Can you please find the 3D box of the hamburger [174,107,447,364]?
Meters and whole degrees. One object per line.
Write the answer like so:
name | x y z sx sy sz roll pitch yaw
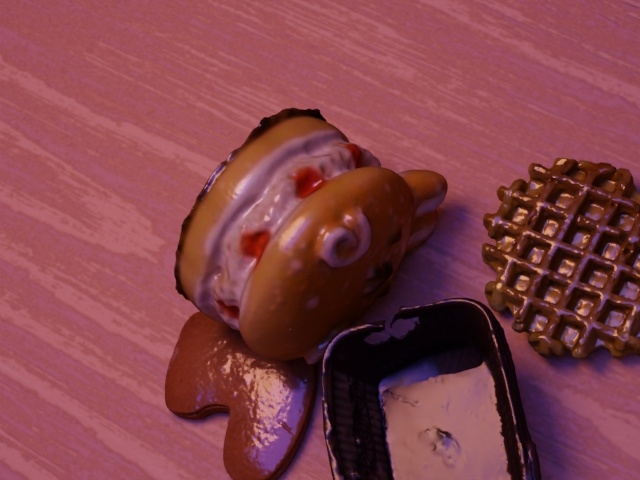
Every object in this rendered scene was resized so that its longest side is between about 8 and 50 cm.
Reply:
hamburger | 0.000 0.000 1.528 0.186 0.261 0.303 33 37 22

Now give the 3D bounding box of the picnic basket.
picnic basket | 0.123 0.227 1.450 0.223 0.129 0.296 -15 64 12

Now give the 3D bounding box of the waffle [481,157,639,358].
waffle | 0.304 0.013 1.526 0.249 0.056 0.253 -10 65 13

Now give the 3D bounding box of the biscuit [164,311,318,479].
biscuit | -0.102 0.183 1.589 0.192 0.036 0.186 15 75 23
